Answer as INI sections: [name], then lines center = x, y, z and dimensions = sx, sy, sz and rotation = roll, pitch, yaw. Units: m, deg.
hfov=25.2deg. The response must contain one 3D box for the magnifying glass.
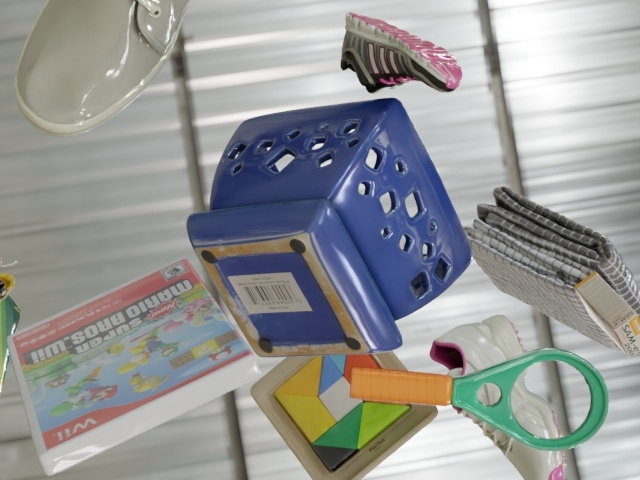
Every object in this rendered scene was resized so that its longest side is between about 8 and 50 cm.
[magnifying glass]
center = 0.142, 0.137, 1.282
dimensions = 0.026, 0.230, 0.092
rotation = -42, 137, -83

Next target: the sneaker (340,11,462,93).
[sneaker]
center = 0.084, -0.189, 1.569
dimensions = 0.170, 0.063, 0.075
rotation = 32, -67, 35

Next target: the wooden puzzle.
[wooden puzzle]
center = 0.031, 0.247, 2.212
dimensions = 0.239, 0.221, 0.044
rotation = 52, 4, 26

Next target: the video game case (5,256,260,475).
[video game case]
center = -0.186, 0.108, 1.346
dimensions = 0.025, 0.204, 0.285
rotation = 69, -10, -23

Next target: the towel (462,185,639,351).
[towel]
center = 0.384, 0.045, 2.318
dimensions = 0.283, 0.121, 0.235
rotation = 29, -11, 39

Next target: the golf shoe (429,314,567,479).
[golf shoe]
center = 0.253, 0.246, 2.069
dimensions = 0.115, 0.140, 0.306
rotation = 103, -25, -45

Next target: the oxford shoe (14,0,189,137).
[oxford shoe]
center = -0.212, -0.320, 1.688
dimensions = 0.449, 0.169, 0.130
rotation = -54, 172, -15

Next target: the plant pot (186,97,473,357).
[plant pot]
center = 0.000, 0.000, 1.615
dimensions = 0.212, 0.236, 0.236
rotation = -55, 127, -40

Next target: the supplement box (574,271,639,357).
[supplement box]
center = 0.364, 0.093, 1.785
dimensions = 0.062, 0.036, 0.098
rotation = 55, -1, -39

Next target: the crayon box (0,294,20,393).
[crayon box]
center = -0.517, 0.092, 1.930
dimensions = 0.278, 0.081, 0.165
rotation = 62, 27, -49

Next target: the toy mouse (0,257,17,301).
[toy mouse]
center = -0.441, 0.036, 1.757
dimensions = 0.031, 0.143, 0.161
rotation = -66, 171, 19
